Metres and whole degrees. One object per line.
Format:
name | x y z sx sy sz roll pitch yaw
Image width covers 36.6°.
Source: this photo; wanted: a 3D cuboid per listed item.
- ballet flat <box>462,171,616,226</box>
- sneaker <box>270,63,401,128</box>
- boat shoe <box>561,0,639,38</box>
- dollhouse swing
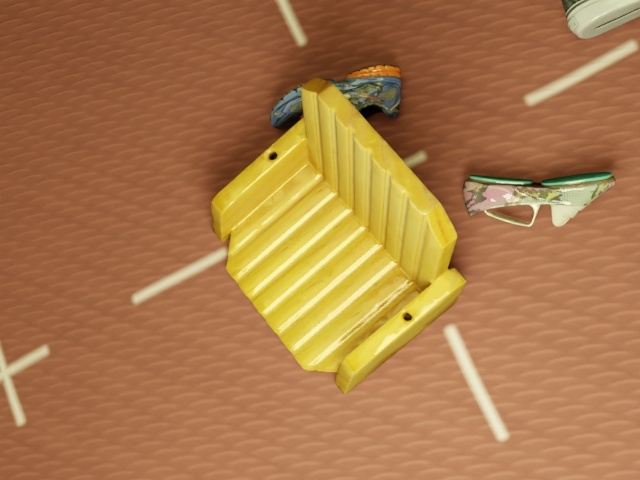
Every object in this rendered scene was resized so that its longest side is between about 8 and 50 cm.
ballet flat | 0.321 -0.060 1.428 0.222 0.077 0.079 0 100 19
sneaker | 0.025 -0.210 1.519 0.221 0.083 0.087 -14 86 15
boat shoe | 0.506 -0.417 1.404 0.335 0.121 0.119 -23 81 12
dollhouse swing | 0.000 0.000 1.375 0.315 0.305 0.347 -41 75 5
